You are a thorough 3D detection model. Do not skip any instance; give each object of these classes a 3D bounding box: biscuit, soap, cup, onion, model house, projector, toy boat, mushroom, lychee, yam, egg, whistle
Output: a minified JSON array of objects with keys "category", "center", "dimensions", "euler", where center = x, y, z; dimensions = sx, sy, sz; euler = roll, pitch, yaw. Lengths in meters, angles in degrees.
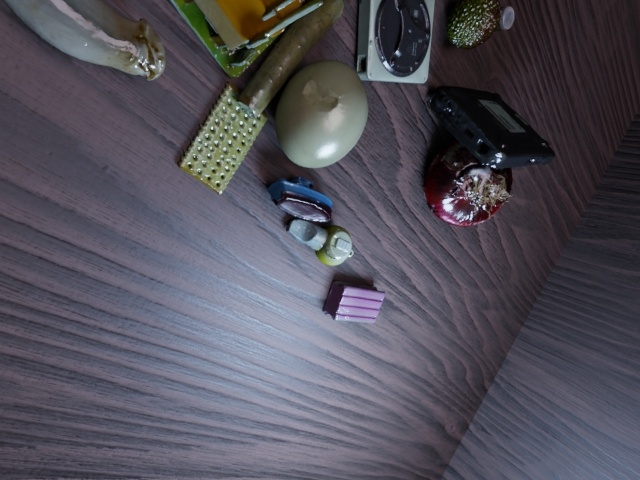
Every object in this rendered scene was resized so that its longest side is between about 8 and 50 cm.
[{"category":"biscuit","center":[-0.228,-0.239,1.014],"dimensions":[0.139,0.016,0.232],"euler":[35,83,-42]},{"category":"soap","center":[0.115,0.205,1.415],"dimensions":[0.203,0.065,0.122],"euler":[15,96,-41]},{"category":"cup","center":[0.585,-0.751,1.418],"dimensions":[0.074,0.099,0.102],"euler":[-19,118,-33]},{"category":"onion","center":[0.499,-0.200,1.485],"dimensions":[0.313,0.232,0.315],"euler":[-4,110,-12]},{"category":"model house","center":[-0.068,-0.525,0.845],"dimensions":[0.358,0.312,0.243],"euler":[-50,132,-14]},{"category":"projector","center":[0.221,-0.584,1.202],"dimensions":[0.258,0.079,0.258],"euler":[-13,113,-37]},{"category":"toy boat","center":[-0.046,-0.117,1.162],"dimensions":[0.223,0.100,0.097],"euler":[17,58,-45]},{"category":"mushroom","center":[-0.438,-0.423,0.710],"dimensions":[0.177,0.126,0.397],"euler":[-54,127,-21]},{"category":"lychee","center":[0.464,-0.675,1.320],"dimensions":[0.171,0.171,0.172],"euler":[-14,115,-34]},{"category":"yam","center":[-0.070,-0.447,1.013],"dimensions":[0.372,0.083,0.083],"euler":[-55,131,-14]},{"category":"egg","center":[0.003,-0.306,1.039],"dimensions":[0.219,0.219,0.270],"euler":[22,90,-41]},{"category":"whistle","center":[0.000,0.000,1.240],"dimensions":[0.222,0.123,0.123],"euler":[23,91,-22]}]

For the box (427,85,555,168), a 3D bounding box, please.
[{"category":"box","center":[0.555,-0.372,1.382],"dimensions":[0.349,0.359,0.091],"euler":[-11,147,-35]}]
